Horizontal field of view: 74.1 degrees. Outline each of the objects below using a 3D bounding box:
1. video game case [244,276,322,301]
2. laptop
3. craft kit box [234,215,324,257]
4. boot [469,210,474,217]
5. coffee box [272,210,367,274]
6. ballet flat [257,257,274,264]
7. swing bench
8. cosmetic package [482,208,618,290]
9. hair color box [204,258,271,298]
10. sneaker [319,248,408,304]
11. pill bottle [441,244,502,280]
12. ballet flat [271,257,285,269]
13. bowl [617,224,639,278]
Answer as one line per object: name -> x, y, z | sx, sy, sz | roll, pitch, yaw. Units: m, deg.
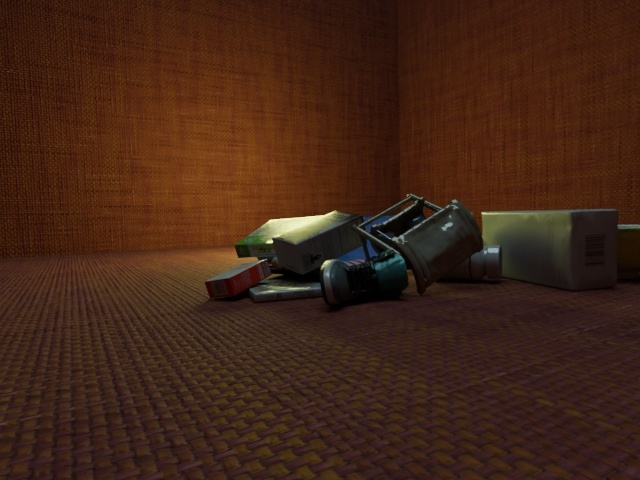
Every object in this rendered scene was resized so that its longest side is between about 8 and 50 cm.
video game case -> -0.101, 0.133, 1.183 | 0.206, 0.026, 0.227 | -3, 4, -19
laptop -> 0.000, 0.006, 1.437 | 0.381, 0.237, 0.407 | 0, -6, 34
craft kit box -> -0.127, -0.015, 1.474 | 0.246, 0.061, 0.250 | -6, 20, 27
boot -> 0.397, 0.005, 1.439 | 0.219, 0.109, 0.284 | 5, -35, 5
coffee box -> 0.000, 0.000, 1.273 | 0.246, 0.098, 0.141 | -25, 22, -30
ballet flat -> -0.079, 0.057, 1.802 | 0.399, 0.139, 0.139 | -1, 3, 24
swing bench -> 0.274, -0.005, 1.207 | 0.253, 0.165, 0.254 | -30, 24, -25
cosmetic package -> 0.661, 0.014, 1.273 | 0.156, 0.218, 0.385 | -3, 5, -13
hair color box -> -0.221, 0.103, 1.162 | 0.093, 0.054, 0.167 | -11, 10, 32
sneaker -> 0.120, 0.092, 1.035 | 0.178, 0.124, 0.295 | -11, -1, 20
pill bottle -> 0.438, 0.063, 1.309 | 0.220, 0.121, 0.121 | 0, 3, 29
ballet flat -> -0.133, 0.092, 1.687 | 0.168, 0.057, 0.052 | 0, 13, 25
bowl -> 0.902, 0.033, 1.292 | 0.288, 0.156, 0.289 | -1, 3, 0
